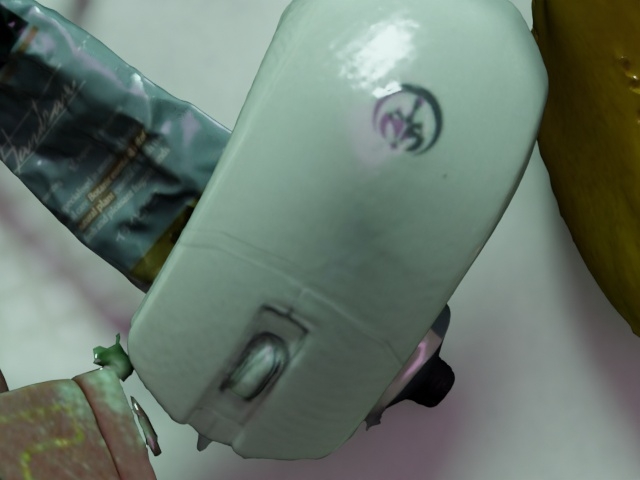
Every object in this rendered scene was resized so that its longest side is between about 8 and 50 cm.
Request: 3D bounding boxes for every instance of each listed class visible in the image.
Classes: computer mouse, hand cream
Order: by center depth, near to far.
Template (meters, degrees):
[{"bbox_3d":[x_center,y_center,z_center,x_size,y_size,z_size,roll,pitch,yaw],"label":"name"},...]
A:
[{"bbox_3d":[0.000,0.000,0.577,0.089,0.056,0.182,29,110,-3],"label":"computer mouse"},{"bbox_3d":[-0.053,-0.024,0.633,0.248,0.075,0.052,39,46,-7],"label":"hand cream"}]

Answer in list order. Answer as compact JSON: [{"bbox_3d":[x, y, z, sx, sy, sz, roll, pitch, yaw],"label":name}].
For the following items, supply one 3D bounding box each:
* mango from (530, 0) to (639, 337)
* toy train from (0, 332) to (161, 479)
[{"bbox_3d":[0.124,-0.087,0.588,0.151,0.156,0.249,19,116,36],"label":"mango"},{"bbox_3d":[-0.187,0.033,0.574,0.221,0.150,0.304,-12,73,-46],"label":"toy train"}]
